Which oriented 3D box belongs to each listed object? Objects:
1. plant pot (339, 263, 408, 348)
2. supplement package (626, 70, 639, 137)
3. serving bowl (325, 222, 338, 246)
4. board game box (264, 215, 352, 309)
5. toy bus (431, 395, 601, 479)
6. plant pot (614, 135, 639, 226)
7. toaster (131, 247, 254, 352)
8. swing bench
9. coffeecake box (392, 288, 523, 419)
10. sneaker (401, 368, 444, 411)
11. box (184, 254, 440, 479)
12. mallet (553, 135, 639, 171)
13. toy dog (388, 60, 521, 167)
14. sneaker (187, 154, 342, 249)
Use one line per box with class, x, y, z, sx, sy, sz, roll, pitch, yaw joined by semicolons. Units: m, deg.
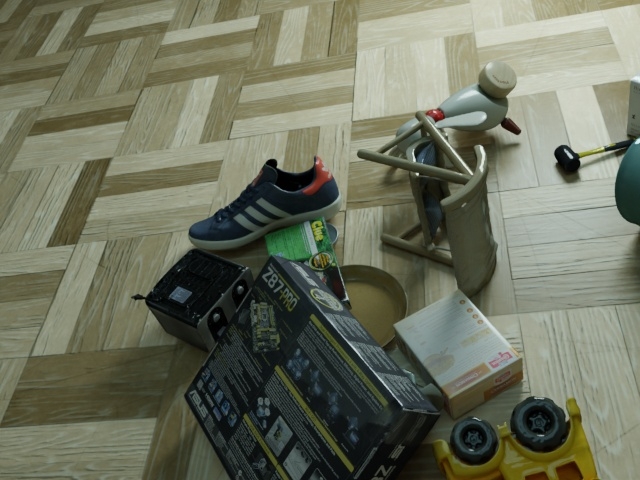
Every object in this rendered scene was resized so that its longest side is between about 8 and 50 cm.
plant pot;0.052;0.142;1.396;0.236;0.032;0.236;-10;44;10
supplement package;0.805;-0.288;1.499;0.204;0.145;0.262;-40;47;-22
serving bowl;0.000;0.000;1.559;0.083;0.027;0.083;-10;43;9
board game box;-0.030;0.059;1.464;0.136;0.030;0.259;-19;42;4
toy bus;0.291;0.353;1.040;0.220;0.149;0.211;-17;59;4
plant pot;0.674;-0.088;1.270;0.272;0.271;0.255;-35;32;-17
toaster;-0.243;0.115;1.463;0.186;0.110;0.168;18;53;32
swing bench;0.229;-0.066;1.386;0.165;0.253;0.255;-35;46;-17
coffeecake box;0.234;0.191;1.257;0.142;0.068;0.185;-27;44;-10
sneaker;0.025;0.257;1.221;0.331;0.122;0.146;16;51;31
box;-0.039;0.257;1.144;0.395;0.097;0.318;45;110;45
mallet;0.593;-0.198;1.562;0.190;0.039;0.062;-19;41;-8
toy dog;0.322;-0.247;1.612;0.334;0.220;0.161;-39;78;-11
sneaker;-0.136;-0.092;1.591;0.350;0.148;0.131;-18;30;3
